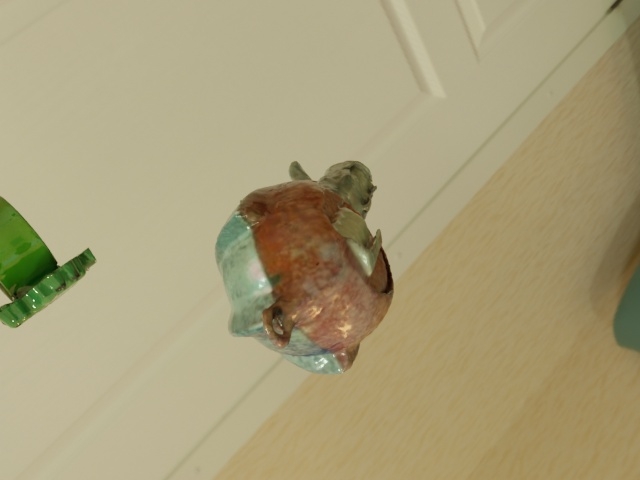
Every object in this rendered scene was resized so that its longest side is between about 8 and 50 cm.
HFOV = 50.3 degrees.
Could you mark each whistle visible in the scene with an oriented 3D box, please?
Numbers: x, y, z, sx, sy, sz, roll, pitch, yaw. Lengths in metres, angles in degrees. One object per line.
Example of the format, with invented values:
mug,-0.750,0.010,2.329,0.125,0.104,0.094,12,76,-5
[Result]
whistle,0.001,0.000,0.595,0.142,0.133,0.346,36,-155,-3

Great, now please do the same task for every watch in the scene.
watch,-0.370,0.014,0.835,0.152,0.131,0.165,54,157,-7
